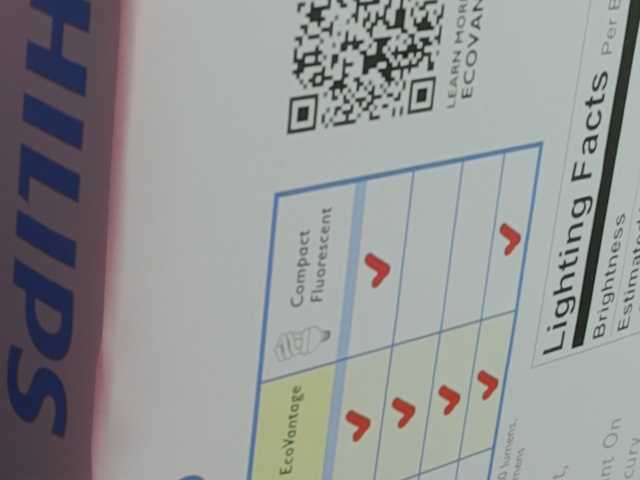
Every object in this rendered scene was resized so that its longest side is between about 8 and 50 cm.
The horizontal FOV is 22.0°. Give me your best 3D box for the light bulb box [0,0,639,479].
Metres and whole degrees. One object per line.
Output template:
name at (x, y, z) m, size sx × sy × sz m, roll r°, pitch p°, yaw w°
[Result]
light bulb box at (0.000, 0.000, 0.639) m, size 0.361 × 0.225 × 0.358 m, roll -12°, pitch 119°, yaw -39°
